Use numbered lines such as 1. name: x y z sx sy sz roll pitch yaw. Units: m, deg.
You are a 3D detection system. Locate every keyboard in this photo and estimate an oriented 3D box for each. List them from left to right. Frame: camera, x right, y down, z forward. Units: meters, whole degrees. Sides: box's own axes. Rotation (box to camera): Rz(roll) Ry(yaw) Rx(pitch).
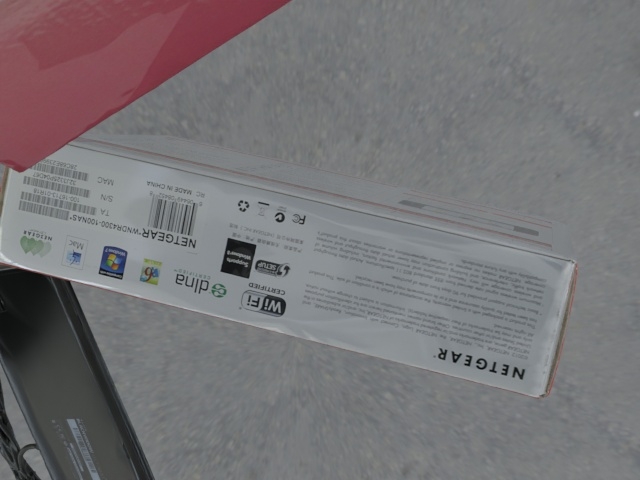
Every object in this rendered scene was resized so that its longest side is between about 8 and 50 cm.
1. keyboard: -0.203 0.161 0.983 0.033 0.202 0.317 -32 108 -45

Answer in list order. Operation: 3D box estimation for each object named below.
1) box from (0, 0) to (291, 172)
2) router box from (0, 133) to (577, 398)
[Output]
1. box: -0.090 -0.158 0.515 0.232 0.127 0.148 -32 73 8
2. router box: 0.000 0.000 0.836 0.336 0.301 0.082 13 97 10
